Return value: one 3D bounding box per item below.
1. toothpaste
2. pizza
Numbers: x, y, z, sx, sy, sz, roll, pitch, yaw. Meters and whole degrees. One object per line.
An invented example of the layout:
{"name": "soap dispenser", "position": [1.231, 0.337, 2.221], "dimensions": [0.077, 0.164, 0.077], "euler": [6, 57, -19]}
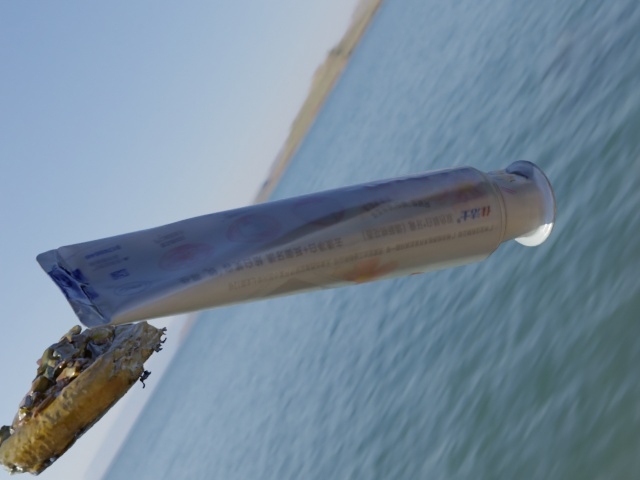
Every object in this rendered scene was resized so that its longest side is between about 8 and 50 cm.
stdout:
{"name": "toothpaste", "position": [0.000, 0.000, 0.625], "dimensions": [0.100, 0.323, 0.066], "euler": [39, 132, 52]}
{"name": "pizza", "position": [-0.206, 0.112, 0.899], "dimensions": [0.147, 0.069, 0.226], "euler": [-39, 12, 19]}
